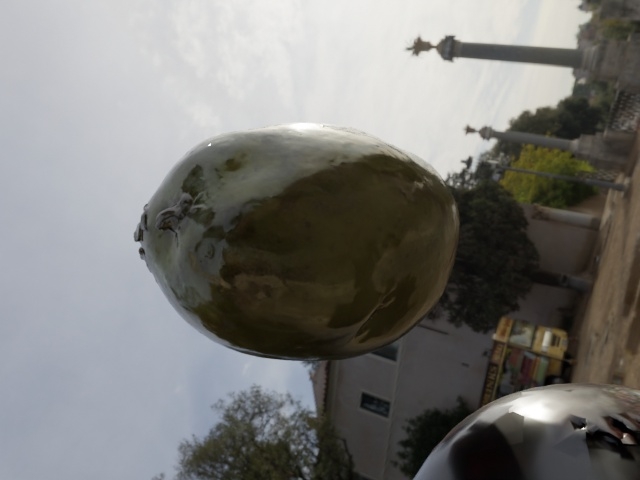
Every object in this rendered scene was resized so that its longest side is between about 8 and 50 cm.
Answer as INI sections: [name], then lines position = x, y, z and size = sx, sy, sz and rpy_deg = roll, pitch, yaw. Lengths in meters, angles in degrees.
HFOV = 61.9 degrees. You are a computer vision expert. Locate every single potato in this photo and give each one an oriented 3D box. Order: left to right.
[potato]
position = 0.000, 0.000, 0.517
size = 0.326, 0.243, 0.220
rpy_deg = -11, -58, -60

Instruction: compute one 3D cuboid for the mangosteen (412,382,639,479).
[mangosteen]
position = 0.230, 0.288, 0.367
size = 0.421, 0.381, 0.380
rpy_deg = -29, 33, 61
